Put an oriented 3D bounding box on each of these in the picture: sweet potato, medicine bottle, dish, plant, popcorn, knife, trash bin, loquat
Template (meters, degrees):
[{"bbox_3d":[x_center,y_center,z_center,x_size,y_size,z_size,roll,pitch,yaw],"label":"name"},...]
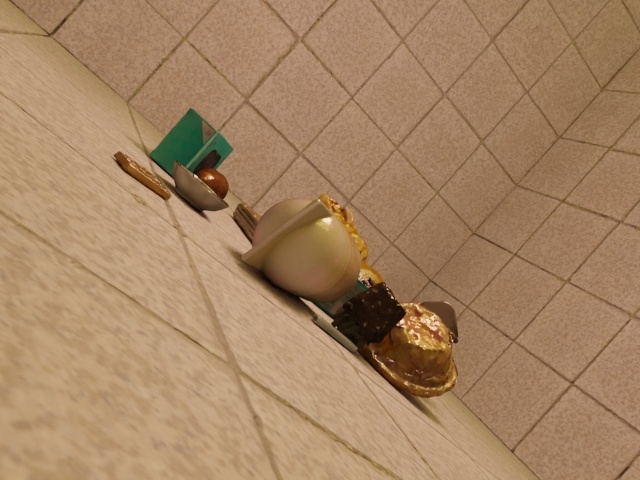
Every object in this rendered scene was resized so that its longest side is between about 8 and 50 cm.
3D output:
[{"bbox_3d":[-0.361,-0.173,1.908,0.109,0.109,0.385,42,-5,-1],"label":"sweet potato"},{"bbox_3d":[-0.042,0.022,1.447,0.235,0.236,0.406,42,-1,20],"label":"medicine bottle"},{"bbox_3d":[-0.337,-0.130,1.529,0.190,0.066,0.191,41,-1,1],"label":"dish"},{"bbox_3d":[0.128,0.210,1.528,0.132,0.194,0.129,55,8,27],"label":"plant"},{"bbox_3d":[0.006,0.019,2.479,0.354,0.344,0.390,-24,88,-46],"label":"popcorn"},{"bbox_3d":[0.037,0.236,1.445,0.162,0.023,0.044,42,2,-28],"label":"knife"},{"bbox_3d":[0.345,0.333,1.914,0.182,0.290,0.209,42,-1,17],"label":"trash bin"},{"bbox_3d":[0.155,0.200,2.292,0.244,0.244,0.244,42,0,0],"label":"loquat"}]

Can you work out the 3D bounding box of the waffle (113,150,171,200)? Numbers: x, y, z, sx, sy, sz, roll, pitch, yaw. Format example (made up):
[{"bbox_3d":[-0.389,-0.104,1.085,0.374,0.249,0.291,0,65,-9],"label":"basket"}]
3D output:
[{"bbox_3d":[-0.384,-0.141,1.221,0.092,0.021,0.135,44,1,41],"label":"waffle"}]

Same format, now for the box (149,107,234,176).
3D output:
[{"bbox_3d":[-0.413,-0.291,1.865,0.118,0.205,0.311,39,-1,2],"label":"box"}]

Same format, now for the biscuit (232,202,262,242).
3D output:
[{"bbox_3d":[-0.214,-0.029,2.026,0.144,0.078,0.426,41,0,-26],"label":"biscuit"}]

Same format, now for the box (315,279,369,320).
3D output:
[{"bbox_3d":[0.047,0.156,1.828,0.245,0.153,0.092,43,0,-28],"label":"box"}]

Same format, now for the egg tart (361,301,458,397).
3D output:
[{"bbox_3d":[0.271,0.291,1.659,0.351,0.150,0.352,22,30,-13],"label":"egg tart"}]
